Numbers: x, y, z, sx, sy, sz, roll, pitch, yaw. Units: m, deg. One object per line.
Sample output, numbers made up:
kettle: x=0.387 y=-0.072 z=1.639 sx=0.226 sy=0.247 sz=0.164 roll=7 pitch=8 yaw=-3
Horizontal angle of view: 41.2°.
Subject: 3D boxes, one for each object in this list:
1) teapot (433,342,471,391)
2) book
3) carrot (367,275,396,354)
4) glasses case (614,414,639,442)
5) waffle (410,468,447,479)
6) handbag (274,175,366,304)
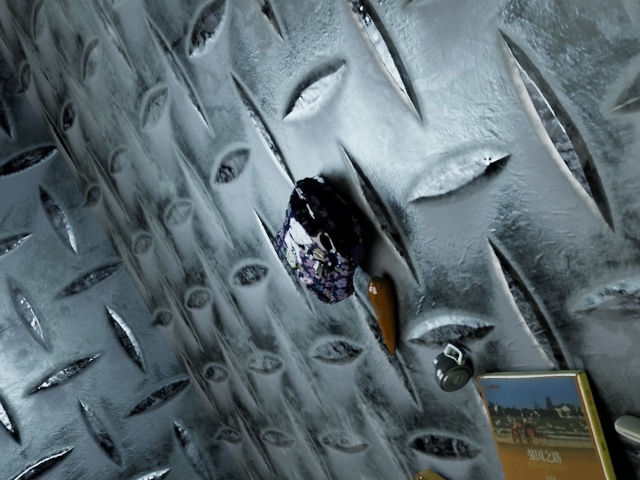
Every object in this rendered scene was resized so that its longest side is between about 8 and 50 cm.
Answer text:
teapot: x=0.238 y=0.227 z=1.548 sx=0.057 sy=0.066 sz=0.088 roll=56 pitch=137 yaw=49
book: x=0.386 y=0.395 z=1.384 sx=0.262 sy=0.028 sz=0.374 roll=-20 pitch=84 yaw=64
carrot: x=0.130 y=0.154 z=1.681 sx=0.048 sy=0.048 sz=0.216 roll=32 pitch=148 yaw=44
glasses case: x=0.460 y=0.273 z=1.218 sx=0.083 sy=0.032 sz=0.021 roll=16 pitch=134 yaw=54
waffle: x=0.299 y=0.671 z=1.841 sx=0.224 sy=0.098 sz=0.327 roll=22 pitch=136 yaw=54
handbag: x=0.000 y=0.000 z=1.653 sx=0.228 sy=0.127 sz=0.208 roll=55 pitch=156 yaw=28
